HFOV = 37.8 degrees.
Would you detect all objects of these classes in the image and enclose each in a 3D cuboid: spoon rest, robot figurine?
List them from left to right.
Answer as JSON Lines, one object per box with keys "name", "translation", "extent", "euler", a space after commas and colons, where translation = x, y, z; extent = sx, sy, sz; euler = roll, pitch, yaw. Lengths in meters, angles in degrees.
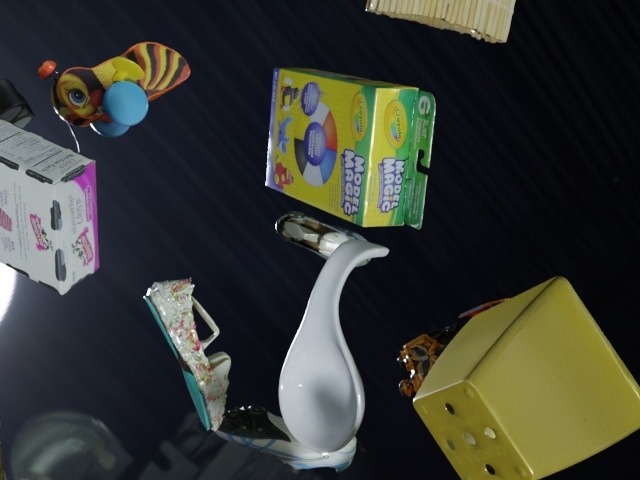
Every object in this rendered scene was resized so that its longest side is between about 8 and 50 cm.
{"name": "spoon rest", "translation": [0.013, 0.134, 1.191], "extent": [0.137, 0.084, 0.277], "euler": [16, -85, 39]}
{"name": "robot figurine", "translation": [0.265, 0.192, 1.595], "extent": [0.290, 0.085, 0.211], "euler": [-23, -145, 3]}

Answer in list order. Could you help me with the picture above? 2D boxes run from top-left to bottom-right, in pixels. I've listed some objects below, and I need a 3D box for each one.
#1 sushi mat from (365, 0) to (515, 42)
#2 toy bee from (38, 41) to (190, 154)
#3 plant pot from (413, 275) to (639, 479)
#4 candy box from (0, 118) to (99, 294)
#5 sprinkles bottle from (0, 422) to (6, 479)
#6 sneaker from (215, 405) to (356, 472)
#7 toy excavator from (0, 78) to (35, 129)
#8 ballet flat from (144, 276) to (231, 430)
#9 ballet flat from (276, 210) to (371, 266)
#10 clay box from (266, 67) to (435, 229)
{"name": "sushi mat", "translation": [0.121, -0.310, 0.674], "extent": [0.019, 0.151, 0.317], "euler": [24, -75, 50]}
{"name": "toy bee", "translation": [-0.346, -0.235, 1.452], "extent": [0.195, 0.162, 0.298], "euler": [-27, -160, 38]}
{"name": "plant pot", "translation": [0.250, 0.204, 1.199], "extent": [0.187, 0.212, 0.212], "euler": [-30, 175, -32]}
{"name": "candy box", "translation": [-0.375, -0.056, 1.107], "extent": [0.233, 0.159, 0.071], "euler": [24, -141, 20]}
{"name": "sprinkles bottle", "translation": [-0.526, 0.453, 1.409], "extent": [0.121, 0.356, 0.121], "euler": [-10, 171, -2]}
{"name": "sneaker", "translation": [-0.061, 0.331, 1.520], "extent": [0.085, 0.237, 0.086], "euler": [-86, -170, -64]}
{"name": "toy excavator", "translation": [-0.728, -0.188, 1.518], "extent": [0.445, 0.222, 0.433], "euler": [-37, -174, -9]}
{"name": "ballet flat", "translation": [-0.173, 0.161, 1.339], "extent": [0.077, 0.241, 0.091], "euler": [-26, -161, -15]}
{"name": "ballet flat", "translation": [0.000, 0.000, 1.620], "extent": [0.188, 0.070, 0.070], "euler": [19, -127, 29]}
{"name": "clay box", "translation": [0.022, -0.093, 0.896], "extent": [0.053, 0.128, 0.222], "euler": [-3, -165, -30]}
